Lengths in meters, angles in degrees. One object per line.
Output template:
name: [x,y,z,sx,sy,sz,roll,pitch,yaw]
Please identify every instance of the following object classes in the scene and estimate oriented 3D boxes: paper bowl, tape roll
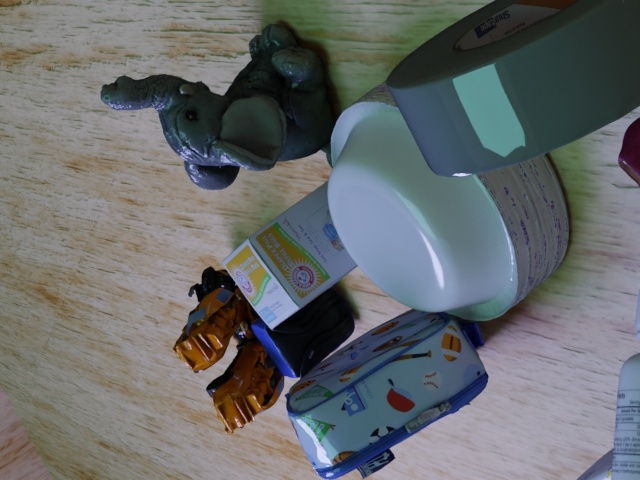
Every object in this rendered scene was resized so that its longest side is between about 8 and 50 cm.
paper bowl: [0.120,-0.036,1.783,0.284,0.148,0.284,38,150,27]
tape roll: [0.158,-0.127,1.126,0.219,0.219,0.072,-2,119,59]

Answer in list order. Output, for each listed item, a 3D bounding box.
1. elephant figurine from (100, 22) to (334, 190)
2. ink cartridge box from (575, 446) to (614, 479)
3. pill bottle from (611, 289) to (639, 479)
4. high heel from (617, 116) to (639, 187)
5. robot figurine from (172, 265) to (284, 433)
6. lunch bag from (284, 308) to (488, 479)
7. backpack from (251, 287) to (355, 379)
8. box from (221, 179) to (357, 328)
elephant figurine: [-0.111,-0.135,1.927,0.186,0.239,0.169,39,149,26]
ink cartridge box: [0.405,0.290,1.736,0.201,0.117,0.278,50,153,6]
pill bottle: [0.354,0.189,1.519,0.160,0.160,0.283,-7,75,60]
high heel: [0.316,-0.020,1.517,0.082,0.117,0.244,35,148,32]
robot figurine: [-0.109,0.144,2.284,0.085,0.291,0.211,-28,102,20]
lunch bag: [0.083,0.169,1.921,0.115,0.243,0.303,60,-179,-5]
backpack: [-0.024,0.113,2.215,0.098,0.120,0.101,59,162,-18]
box: [0.000,0.000,1.949,0.103,0.203,0.114,53,153,1]
